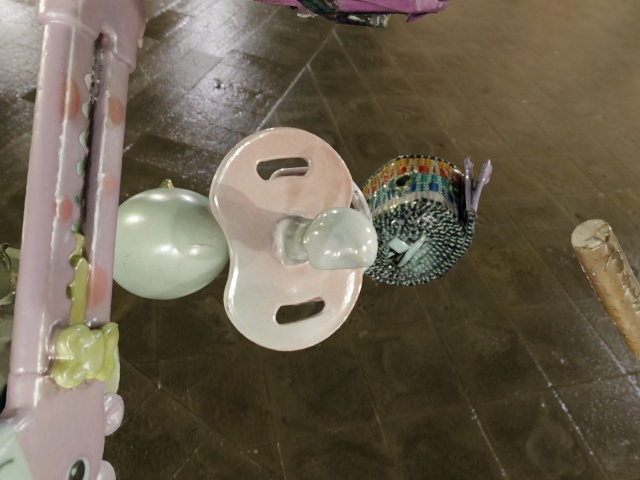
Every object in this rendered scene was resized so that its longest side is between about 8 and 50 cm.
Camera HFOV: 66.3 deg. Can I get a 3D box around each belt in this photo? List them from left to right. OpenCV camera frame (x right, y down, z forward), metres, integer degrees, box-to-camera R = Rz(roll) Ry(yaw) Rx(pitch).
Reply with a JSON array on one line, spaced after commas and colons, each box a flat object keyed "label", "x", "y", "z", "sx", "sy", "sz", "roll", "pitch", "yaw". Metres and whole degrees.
[{"label": "belt", "x": 0.172, "y": -0.046, "z": 0.928, "sx": 0.206, "sy": 0.295, "sz": 0.160, "roll": 17, "pitch": 55, "yaw": -4}]

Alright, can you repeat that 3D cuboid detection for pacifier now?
[{"label": "pacifier", "x": -0.029, "y": 0.001, "z": 0.709, "sx": 0.220, "sy": 0.332, "sz": 0.273, "roll": -6, "pitch": 7, "yaw": 6}]

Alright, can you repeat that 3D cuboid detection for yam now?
[{"label": "yam", "x": 0.216, "y": 0.040, "z": 0.351, "sx": 0.145, "sy": 0.032, "sz": 0.032, "roll": 46, "pitch": 33, "yaw": -30}]

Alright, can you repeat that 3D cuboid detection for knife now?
[{"label": "knife", "x": -0.151, "y": -0.013, "z": 0.307, "sx": 0.038, "sy": 0.132, "sz": 0.399, "roll": -1, "pitch": 82, "yaw": 11}]

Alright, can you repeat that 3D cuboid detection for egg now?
[{"label": "egg", "x": -0.248, "y": 0.004, "z": 0.802, "sx": 0.264, "sy": 0.183, "sz": 0.183, "roll": -9, "pitch": 26, "yaw": 42}]

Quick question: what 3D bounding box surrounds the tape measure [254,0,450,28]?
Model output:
[{"label": "tape measure", "x": 0.025, "y": -0.279, "z": 0.466, "sx": 0.231, "sy": 0.149, "sz": 0.245, "roll": 16, "pitch": 31, "yaw": 26}]

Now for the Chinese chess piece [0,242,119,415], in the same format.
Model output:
[{"label": "Chinese chess piece", "x": -0.257, "y": 0.110, "z": 0.335, "sx": 0.237, "sy": 0.238, "sz": 0.092, "roll": -29, "pitch": 51, "yaw": -35}]

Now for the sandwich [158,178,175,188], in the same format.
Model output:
[{"label": "sandwich", "x": -0.419, "y": -0.104, "z": 1.348, "sx": 0.067, "sy": 0.135, "sz": 0.029, "roll": 13, "pitch": 29, "yaw": 30}]
